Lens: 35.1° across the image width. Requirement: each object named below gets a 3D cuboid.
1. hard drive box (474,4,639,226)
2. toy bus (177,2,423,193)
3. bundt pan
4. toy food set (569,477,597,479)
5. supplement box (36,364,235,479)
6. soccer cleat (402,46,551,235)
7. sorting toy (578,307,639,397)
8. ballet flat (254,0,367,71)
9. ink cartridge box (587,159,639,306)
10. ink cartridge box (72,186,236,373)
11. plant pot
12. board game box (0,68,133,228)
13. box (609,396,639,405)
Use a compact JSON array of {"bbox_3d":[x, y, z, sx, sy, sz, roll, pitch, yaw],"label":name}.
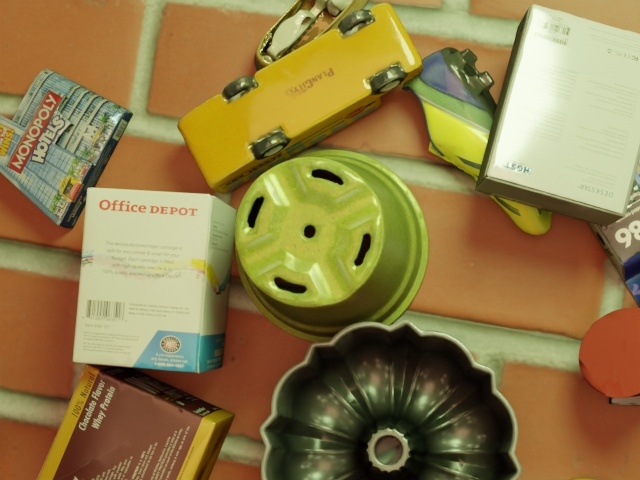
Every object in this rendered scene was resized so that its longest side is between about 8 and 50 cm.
[{"bbox_3d":[0.315,-0.156,1.282,0.181,0.089,0.232,17,82,1],"label":"hard drive box"},{"bbox_3d":[-0.026,-0.191,1.386,0.332,0.130,0.108,-29,81,4],"label":"toy bus"},{"bbox_3d":[0.091,0.272,1.313,0.330,0.124,0.331,-1,78,7],"label":"bundt pan"},{"bbox_3d":[0.375,0.420,1.318,0.128,0.071,0.218,-28,83,4],"label":"toy food set"},{"bbox_3d":[-0.251,0.290,1.379,0.194,0.129,0.191,23,89,8],"label":"supplement box"},{"bbox_3d":[0.217,-0.126,1.385,0.121,0.093,0.289,-33,85,30],"label":"soccer cleat"},{"bbox_3d":[0.489,0.068,1.296,0.366,0.126,0.127,-52,40,1],"label":"sorting toy"},{"bbox_3d":[-0.004,-0.319,1.422,0.080,0.073,0.232,41,91,8],"label":"ballet flat"},{"bbox_3d":[0.418,-0.089,1.357,0.165,0.065,0.333,-32,83,3],"label":"ink cartridge box"},{"bbox_3d":[-0.219,0.054,1.373,0.171,0.168,0.233,5,86,7],"label":"ink cartridge box"},{"bbox_3d":[0.000,0.000,1.307,0.276,0.254,0.276,0,86,7],"label":"plant pot"},{"bbox_3d":[-0.405,-0.147,1.467,0.194,0.060,0.194,27,90,8],"label":"board game box"},{"bbox_3d":[0.422,0.179,1.357,0.067,0.018,0.083,1,86,7],"label":"box"}]
